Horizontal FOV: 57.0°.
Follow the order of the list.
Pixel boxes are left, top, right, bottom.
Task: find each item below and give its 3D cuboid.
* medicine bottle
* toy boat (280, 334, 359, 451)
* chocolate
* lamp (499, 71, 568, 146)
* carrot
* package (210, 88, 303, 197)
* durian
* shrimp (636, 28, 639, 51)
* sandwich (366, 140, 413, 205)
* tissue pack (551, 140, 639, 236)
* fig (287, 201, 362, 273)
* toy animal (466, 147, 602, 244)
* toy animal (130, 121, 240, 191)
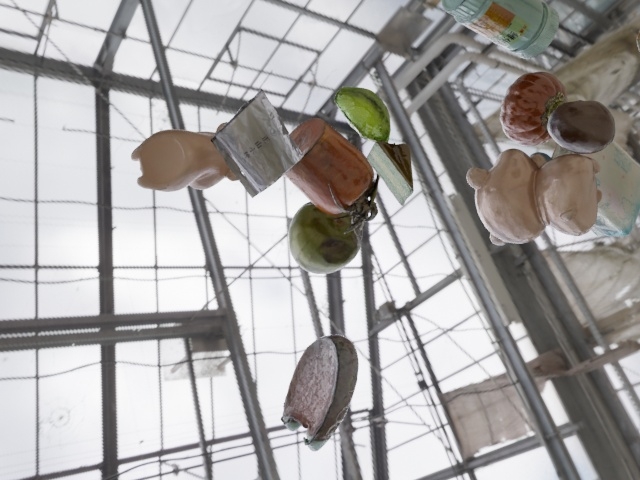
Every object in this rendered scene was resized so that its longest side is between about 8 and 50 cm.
[{"bbox_3d":[0.498,-0.640,1.644,0.318,0.158,0.158,16,-130,-29],"label":"medicine bottle"},{"bbox_3d":[0.012,0.301,1.192,0.085,0.155,0.227,20,-89,-35],"label":"toy boat"},{"bbox_3d":[0.582,-0.255,1.332,0.133,0.124,0.127,-8,-162,-1],"label":"chocolate"},{"bbox_3d":[0.639,-0.393,1.769,0.223,0.223,0.196,5,-165,-38],"label":"lamp"},{"bbox_3d":[0.041,-0.175,1.605,0.331,0.193,0.214,44,-179,-11],"label":"carrot"},{"bbox_3d":[-0.163,-0.248,1.542,0.204,0.251,0.062,55,-138,-4],"label":"package"},{"bbox_3d":[0.160,-0.439,2.038,0.250,0.139,0.101,40,-143,-1],"label":"durian"},{"bbox_3d":[0.812,-0.473,1.345,0.049,0.161,0.166,46,-136,-44],"label":"shrimp"},{"bbox_3d":[0.143,-0.138,1.226,0.074,0.074,0.116,5,-118,-13],"label":"sandwich"},{"bbox_3d":[0.724,-0.155,1.543,0.271,0.124,0.201,32,-105,-24],"label":"tissue pack"},{"bbox_3d":[0.000,0.000,1.877,0.239,0.271,0.239,16,-128,-21],"label":"fig"},{"bbox_3d":[0.461,-0.087,1.240,0.229,0.221,0.210,-31,-61,-13],"label":"toy animal"},{"bbox_3d":[-0.378,-0.227,1.713,0.256,0.213,0.195,-16,-93,-62],"label":"toy animal"}]
